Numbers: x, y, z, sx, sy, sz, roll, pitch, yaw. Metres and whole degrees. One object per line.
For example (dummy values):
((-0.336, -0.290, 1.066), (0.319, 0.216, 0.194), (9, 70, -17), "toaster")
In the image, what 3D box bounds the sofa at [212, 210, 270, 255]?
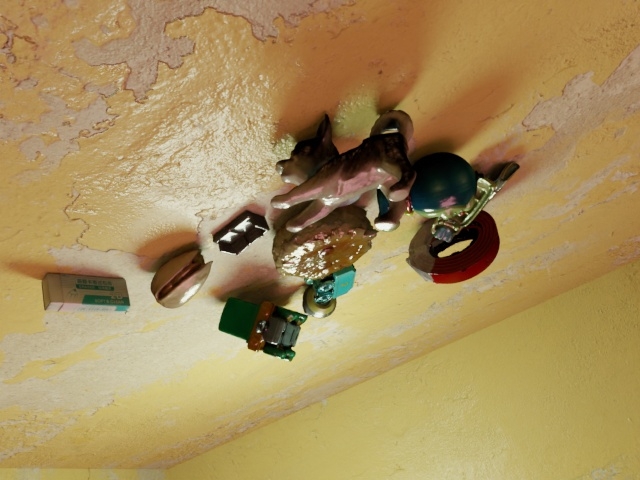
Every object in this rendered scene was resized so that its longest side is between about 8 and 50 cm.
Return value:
((-0.223, -0.014, 1.648), (0.147, 0.060, 0.085), (-34, 149, 24), "sofa")

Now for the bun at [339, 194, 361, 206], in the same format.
((0.042, -0.143, 1.579), (0.140, 0.083, 0.141), (-10, 158, -4), "bun")

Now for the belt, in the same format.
((0.447, 0.025, 1.991), (0.323, 0.227, 0.115), (-28, 149, 11), "belt")

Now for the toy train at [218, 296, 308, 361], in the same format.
((-0.200, 0.304, 2.067), (0.249, 0.178, 0.429), (16, 171, 12), "toy train")

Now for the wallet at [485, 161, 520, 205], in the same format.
((0.563, -0.176, 1.881), (0.110, 0.039, 0.155), (-41, 167, -38), "wallet")

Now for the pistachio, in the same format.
((-0.403, 0.110, 1.689), (0.223, 0.126, 0.152), (-42, 180, 26), "pistachio")

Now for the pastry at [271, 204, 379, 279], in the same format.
((0.000, 0.000, 1.741), (0.329, 0.136, 0.330), (-15, 153, -8), "pastry")

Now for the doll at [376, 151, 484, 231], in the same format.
((0.296, -0.139, 1.645), (0.321, 0.186, 0.198), (-14, -164, 12), "doll")

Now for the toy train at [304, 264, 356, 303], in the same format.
((0.037, 0.127, 2.023), (0.163, 0.112, 0.203), (-20, 155, -14), "toy train")

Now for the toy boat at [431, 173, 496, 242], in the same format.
((0.450, -0.114, 1.866), (0.111, 0.084, 0.276), (24, 134, -4), "toy boat")

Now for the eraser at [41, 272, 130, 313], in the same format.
((-0.642, 0.149, 1.619), (0.225, 0.096, 0.052), (9, 140, -44), "eraser")

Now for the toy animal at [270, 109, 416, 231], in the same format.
((0.060, -0.182, 1.391), (0.344, 0.303, 0.194), (0, 150, 13), "toy animal")

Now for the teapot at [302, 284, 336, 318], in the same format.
((0.003, 0.214, 2.164), (0.165, 0.130, 0.119), (-44, 179, -25), "teapot")
